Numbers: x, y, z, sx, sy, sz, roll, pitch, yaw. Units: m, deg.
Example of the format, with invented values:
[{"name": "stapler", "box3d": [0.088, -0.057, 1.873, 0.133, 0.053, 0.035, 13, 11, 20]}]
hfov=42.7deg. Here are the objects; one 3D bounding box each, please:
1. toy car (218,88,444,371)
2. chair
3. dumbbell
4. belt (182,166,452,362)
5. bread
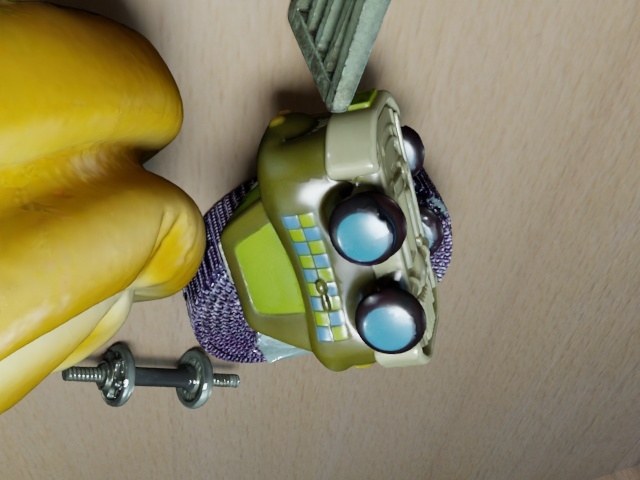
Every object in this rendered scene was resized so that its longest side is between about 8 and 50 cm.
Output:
[{"name": "toy car", "box3d": [0.000, 0.000, 0.748, 0.198, 0.204, 0.248, -8, 113, 17]}, {"name": "chair", "box3d": [0.081, -0.240, 0.611, 0.147, 0.136, 0.270, -7, 142, -19]}, {"name": "dumbbell", "box3d": [-0.214, 0.179, 1.070, 0.254, 0.082, 0.081, 10, 134, -39]}, {"name": "belt", "box3d": [-0.006, 0.027, 0.944, 0.324, 0.122, 0.260, -29, 140, 8]}, {"name": "bread", "box3d": [-0.260, -0.008, 0.544, 0.328, 0.245, 0.424, -7, -170, 18]}]
